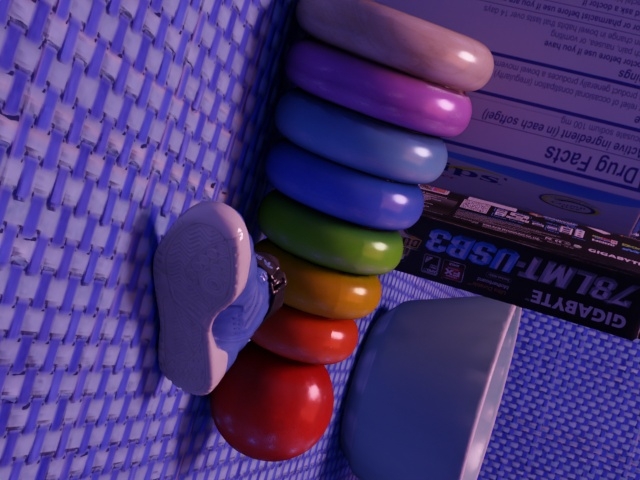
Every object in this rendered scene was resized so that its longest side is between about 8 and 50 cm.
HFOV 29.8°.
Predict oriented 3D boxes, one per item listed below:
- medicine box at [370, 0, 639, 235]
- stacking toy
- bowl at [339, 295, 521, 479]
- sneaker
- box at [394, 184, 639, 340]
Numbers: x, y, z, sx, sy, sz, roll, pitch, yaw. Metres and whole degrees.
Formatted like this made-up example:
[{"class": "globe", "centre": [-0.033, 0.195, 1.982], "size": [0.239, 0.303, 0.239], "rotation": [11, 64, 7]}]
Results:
[{"class": "medicine box", "centre": [0.164, -0.181, 0.954], "size": [0.149, 0.263, 0.289], "rotation": [38, 69, -75]}, {"class": "stacking toy", "centre": [0.000, 0.000, 0.836], "size": [0.141, 0.141, 0.330], "rotation": [-18, 130, -74]}, {"class": "bowl", "centre": [0.127, 0.197, 1.465], "size": [0.311, 0.163, 0.312], "rotation": [15, 90, -77]}, {"class": "sneaker", "centre": [-0.056, 0.018, 0.725], "size": [0.085, 0.058, 0.152], "rotation": [-53, 160, -43]}, {"class": "box", "centre": [0.200, -0.019, 1.228], "size": [0.293, 0.295, 0.073], "rotation": [-44, 148, -66]}]
